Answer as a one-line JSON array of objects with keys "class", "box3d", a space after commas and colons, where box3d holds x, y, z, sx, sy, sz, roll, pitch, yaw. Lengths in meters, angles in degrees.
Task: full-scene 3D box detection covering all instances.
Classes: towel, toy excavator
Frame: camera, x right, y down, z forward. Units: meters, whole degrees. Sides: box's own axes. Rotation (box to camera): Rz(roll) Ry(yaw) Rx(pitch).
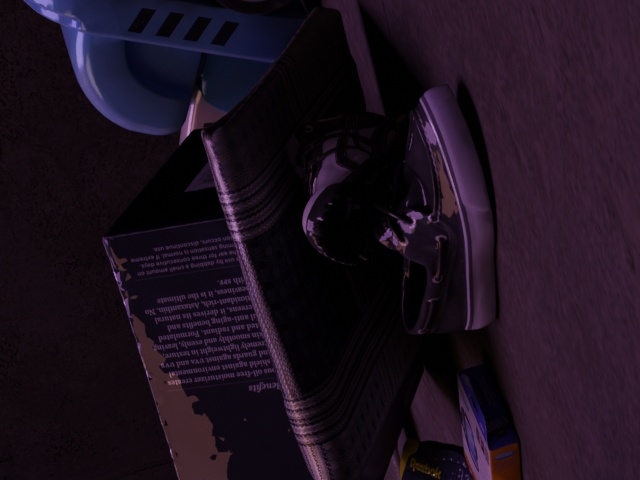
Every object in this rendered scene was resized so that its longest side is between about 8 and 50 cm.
[{"class": "towel", "box3d": [0.000, 0.000, 1.503, 0.324, 0.056, 0.312, -56, -49, -62]}, {"class": "toy excavator", "box3d": [-0.124, -0.168, 1.929, 0.222, 0.433, 0.445, -114, 37, -56]}]

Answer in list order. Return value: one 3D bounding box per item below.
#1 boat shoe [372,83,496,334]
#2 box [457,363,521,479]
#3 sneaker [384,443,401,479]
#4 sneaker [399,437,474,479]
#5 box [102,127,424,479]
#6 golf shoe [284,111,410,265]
[{"class": "boat shoe", "box3d": [0.073, -0.012, 1.301, 0.228, 0.076, 0.080, 80, 172, -53]}, {"class": "box", "box3d": [0.134, 0.161, 1.489, 0.136, 0.028, 0.081, 83, 169, -50]}, {"class": "sneaker", "box3d": [0.029, 0.163, 2.172, 0.169, 0.108, 0.292, -119, 20, -86]}, {"class": "sneaker", "box3d": [0.124, 0.206, 1.643, 0.144, 0.059, 0.053, 26, 103, 63]}, {"class": "box", "box3d": [-0.037, 0.064, 1.719, 0.296, 0.182, 0.294, -61, -40, -64]}, {"class": "golf shoe", "box3d": [0.010, -0.041, 1.355, 0.198, 0.094, 0.077, -46, -35, -63]}]
